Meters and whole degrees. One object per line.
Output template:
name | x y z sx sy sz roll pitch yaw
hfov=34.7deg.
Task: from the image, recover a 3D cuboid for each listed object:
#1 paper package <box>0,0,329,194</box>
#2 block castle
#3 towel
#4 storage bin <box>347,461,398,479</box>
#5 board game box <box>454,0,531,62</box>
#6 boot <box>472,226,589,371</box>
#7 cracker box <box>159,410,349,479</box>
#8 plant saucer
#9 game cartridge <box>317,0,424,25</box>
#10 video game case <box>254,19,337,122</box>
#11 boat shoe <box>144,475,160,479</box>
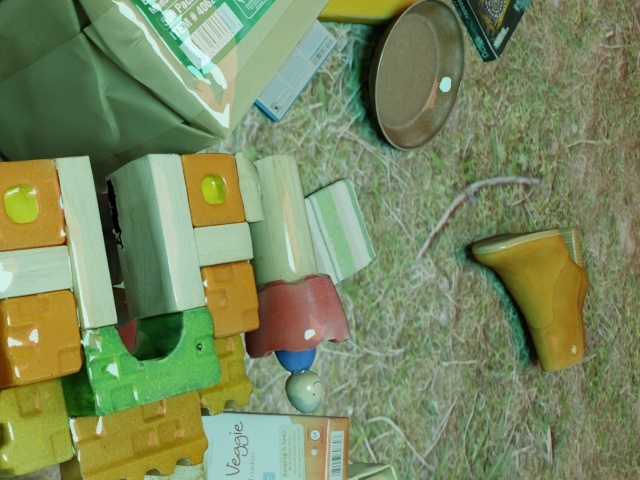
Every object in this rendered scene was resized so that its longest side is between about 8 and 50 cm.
paper package | -0.128 -0.214 0.854 0.168 0.309 0.324 47 56 -21
block castle | -0.217 0.073 0.748 0.453 0.303 0.212 -8 86 -49
towel | 0.000 0.000 1.214 0.152 0.023 0.113 -30 106 -44
storage bin | -0.023 0.386 1.066 0.262 0.123 0.260 -6 89 -48
board game box | 0.264 -0.374 1.546 0.126 0.026 0.186 56 48 -29
boot | 0.324 0.090 1.507 0.295 0.104 0.211 -5 89 -53
cracker box | -0.095 0.231 0.915 0.067 0.232 0.155 26 64 -69
plant saucer | 0.119 -0.216 1.324 0.199 0.036 0.198 -26 126 -43
game cartridge | 0.008 -0.408 1.248 0.324 0.053 0.285 -10 93 -46
video game case | -0.066 -0.224 1.127 0.166 0.015 0.119 40 84 -39
boat shoe | -0.173 0.297 0.822 0.116 0.097 0.324 -80 176 -51
